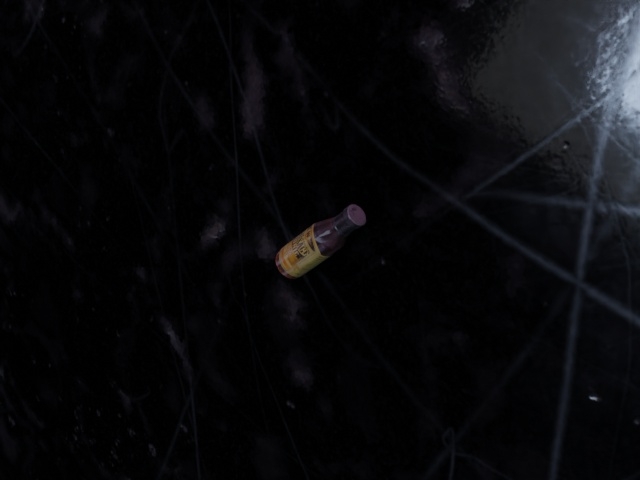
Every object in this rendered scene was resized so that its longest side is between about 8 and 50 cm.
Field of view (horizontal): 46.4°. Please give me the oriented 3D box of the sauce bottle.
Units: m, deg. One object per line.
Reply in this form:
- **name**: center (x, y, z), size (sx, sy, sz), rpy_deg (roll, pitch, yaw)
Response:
- **sauce bottle**: center (0.000, 0.000, 0.822), size (0.128, 0.042, 0.042), rpy_deg (-38, 74, 41)
